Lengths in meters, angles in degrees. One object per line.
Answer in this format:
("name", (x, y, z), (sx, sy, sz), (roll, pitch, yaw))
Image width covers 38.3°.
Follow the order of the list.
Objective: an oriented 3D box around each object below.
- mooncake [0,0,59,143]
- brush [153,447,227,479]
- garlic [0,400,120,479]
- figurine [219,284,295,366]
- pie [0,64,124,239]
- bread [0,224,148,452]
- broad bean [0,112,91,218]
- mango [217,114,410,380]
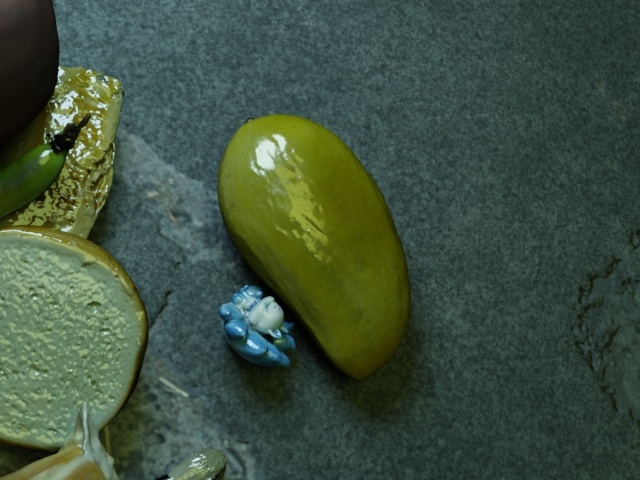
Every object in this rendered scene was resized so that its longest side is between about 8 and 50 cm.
("mooncake", (-0.446, -0.195, 0.919), (0.334, 0.174, 0.326), (18, 41, 15))
("brush", (-0.228, 0.292, 0.955), (0.299, 0.039, 0.042), (-23, 84, -28))
("garlic", (-0.295, 0.319, 0.815), (0.313, 0.286, 0.249), (-30, 48, -24))
("figurine", (-0.067, 0.105, 1.067), (0.114, 0.079, 0.114), (42, 16, -15))
("pie", (-0.302, -0.059, 1.024), (0.129, 0.068, 0.282), (16, 71, -13))
("bread", (-0.290, 0.098, 0.945), (0.236, 0.070, 0.236), (0, 91, -16))
("broad bean", (-0.375, -0.040, 0.951), (0.325, 0.067, 0.075), (-26, 120, -7))
("mango", (0.004, -0.007, 1.110), (0.195, 0.142, 0.331), (-41, 100, -31))
